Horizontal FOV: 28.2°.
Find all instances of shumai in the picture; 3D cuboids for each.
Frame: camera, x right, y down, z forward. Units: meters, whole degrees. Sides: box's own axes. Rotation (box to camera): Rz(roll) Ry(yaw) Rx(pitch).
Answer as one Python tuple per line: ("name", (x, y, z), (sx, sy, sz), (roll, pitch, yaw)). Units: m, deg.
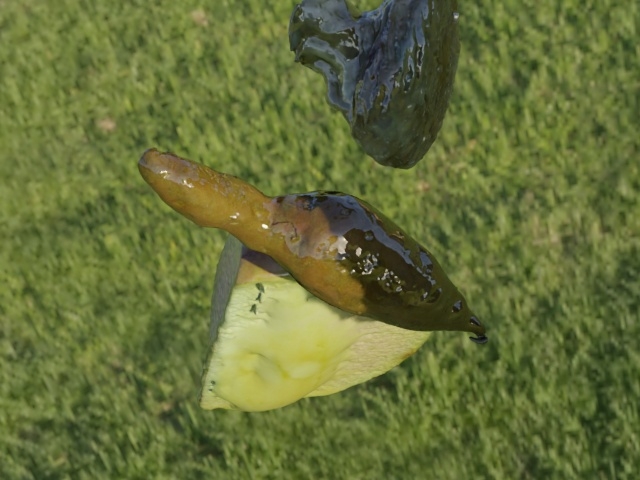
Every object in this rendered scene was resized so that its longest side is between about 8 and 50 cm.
("shumai", (0.053, -0.183, 1.263), (0.152, 0.210, 0.161), (12, 7, 13))

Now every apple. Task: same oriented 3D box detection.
("apple", (-0.002, 0.051, 1.071), (0.193, 0.265, 0.120), (-1, 61, -12))

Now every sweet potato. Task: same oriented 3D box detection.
("sweet potato", (-0.002, -0.002, 0.849), (0.075, 0.269, 0.075), (-50, 24, 33))
